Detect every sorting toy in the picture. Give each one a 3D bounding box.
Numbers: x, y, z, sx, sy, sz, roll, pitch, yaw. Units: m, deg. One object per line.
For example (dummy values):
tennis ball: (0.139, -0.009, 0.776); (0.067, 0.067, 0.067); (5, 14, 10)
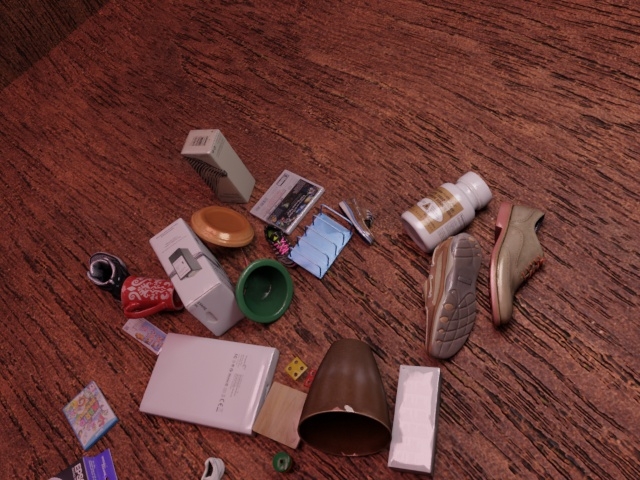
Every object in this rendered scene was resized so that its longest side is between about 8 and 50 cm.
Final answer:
sorting toy: (-0.080, 0.438, 1.481); (0.132, 0.046, 0.275); (13, 66, 28)

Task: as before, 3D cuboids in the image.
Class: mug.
mug: (-0.506, 0.182, 1.775); (0.169, 0.113, 0.150); (0, 64, 16)

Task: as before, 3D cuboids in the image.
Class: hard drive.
hard drive: (-0.305, 0.387, 1.601); (0.353, 0.047, 0.233); (4, 61, 22)

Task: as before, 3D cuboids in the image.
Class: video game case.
video game case: (-0.107, -0.125, 1.860); (0.173, 0.022, 0.190); (29, 72, 33)
video game case: (-0.667, 0.505, 1.688); (0.119, 0.015, 0.166); (-44, 55, -9)

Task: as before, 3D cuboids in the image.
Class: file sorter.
file sorter: (0.000, 0.000, 1.667); (0.118, 0.104, 0.170); (33, 75, 11)

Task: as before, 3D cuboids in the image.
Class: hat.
hat: (-0.192, 0.136, 1.716); (0.183, 0.173, 0.208); (-8, 54, 60)

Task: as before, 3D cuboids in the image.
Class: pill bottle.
pill bottle: (0.345, -0.081, 1.589); (0.229, 0.131, 0.131); (-36, 54, -3)

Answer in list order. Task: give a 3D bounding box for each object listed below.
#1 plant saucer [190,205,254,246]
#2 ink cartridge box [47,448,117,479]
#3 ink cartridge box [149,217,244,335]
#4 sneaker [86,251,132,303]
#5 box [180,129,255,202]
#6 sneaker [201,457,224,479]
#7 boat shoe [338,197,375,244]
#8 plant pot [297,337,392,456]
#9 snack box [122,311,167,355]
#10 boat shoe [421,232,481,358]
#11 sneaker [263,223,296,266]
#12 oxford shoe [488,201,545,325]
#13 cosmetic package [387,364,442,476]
plant saucer: (-0.298, -0.050, 1.796); (0.200, 0.200, 0.037); (45, 124, 36)
ink cartridge box: (-0.632, 0.690, 1.541); (0.208, 0.045, 0.206); (-34, 53, -3)
ink cartridge box: (-0.349, 0.107, 1.693); (0.121, 0.211, 0.289); (-36, 55, -4)
sneaker: (-0.690, 0.091, 1.870); (0.268, 0.153, 0.101); (35, 76, 34)
box: (-0.318, -0.230, 1.850); (0.113, 0.275, 0.094); (3, 61, 24)
sneaker: (-0.274, 0.614, 1.439); (0.053, 0.061, 0.152); (-12, 58, 12)
boat shoe: (0.118, -0.066, 1.707); (0.066, 0.066, 0.183); (-32, 54, -2)
plant pot: (0.064, 0.358, 1.396); (0.215, 0.215, 0.230); (-9, 44, 16)
snack box: (-0.524, 0.283, 1.766); (0.178, 0.022, 0.064); (25, 70, 32)
boat shoe: (0.321, 0.141, 1.484); (0.116, 0.123, 0.324); (-8, 60, 57)
sneaker: (-0.123, 0.011, 1.747); (0.063, 0.075, 0.170); (-36, 54, -3)
oxford shoe: (0.493, 0.053, 1.456); (0.130, 0.123, 0.348); (7, 63, 19)
cosmetic package: (0.225, 0.418, 1.366); (0.098, 0.060, 0.239); (2, 60, 20)
